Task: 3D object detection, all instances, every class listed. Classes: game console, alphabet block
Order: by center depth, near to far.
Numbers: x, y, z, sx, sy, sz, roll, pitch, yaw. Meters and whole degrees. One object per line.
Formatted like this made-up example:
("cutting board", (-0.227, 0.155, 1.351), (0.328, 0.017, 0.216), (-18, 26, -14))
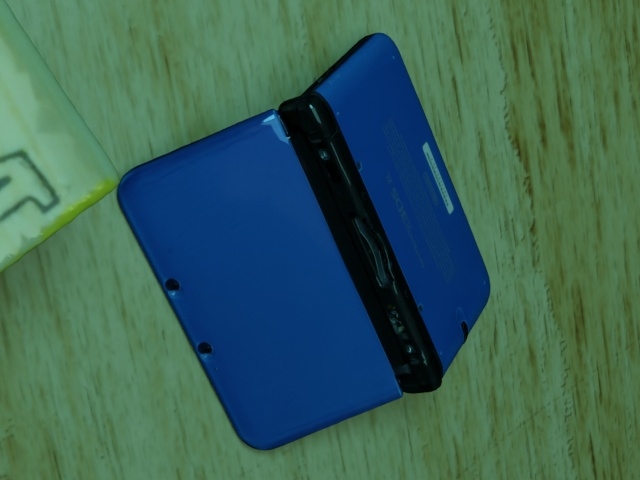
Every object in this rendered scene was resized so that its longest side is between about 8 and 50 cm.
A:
("alphabet block", (-0.288, -0.073, 0.842), (0.193, 0.192, 0.197), (-38, 113, -17))
("game console", (0.000, 0.000, 1.107), (0.250, 0.173, 0.293), (-50, 123, -49))
